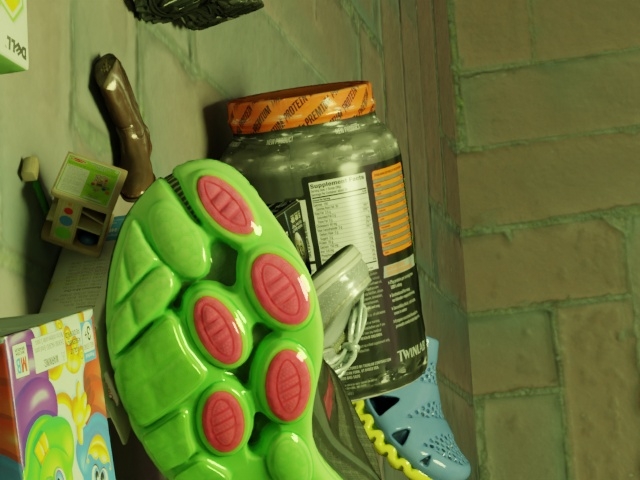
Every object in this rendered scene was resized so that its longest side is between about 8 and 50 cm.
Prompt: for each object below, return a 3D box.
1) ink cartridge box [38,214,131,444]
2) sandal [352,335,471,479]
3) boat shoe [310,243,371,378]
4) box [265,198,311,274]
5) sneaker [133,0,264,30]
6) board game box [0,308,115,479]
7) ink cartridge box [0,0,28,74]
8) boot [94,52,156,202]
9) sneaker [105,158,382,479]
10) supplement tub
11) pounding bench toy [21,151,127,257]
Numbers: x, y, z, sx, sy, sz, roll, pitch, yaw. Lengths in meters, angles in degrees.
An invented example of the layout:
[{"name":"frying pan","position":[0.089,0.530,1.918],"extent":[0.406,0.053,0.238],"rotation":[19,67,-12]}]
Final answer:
[{"name":"ink cartridge box","position":[-0.186,0.076,1.439],"extent":[0.181,0.062,0.104],"rotation":[-80,158,-50]},{"name":"sandal","position":[0.091,0.160,2.099],"extent":[0.317,0.138,0.126],"rotation":[56,13,17]},{"name":"boat shoe","position":[-0.016,0.133,1.695],"extent":[0.118,0.103,0.320],"rotation":[-44,167,-52]},{"name":"box","position":[-0.102,0.022,1.621],"extent":[0.180,0.147,0.077],"rotation":[-42,124,-74]},{"name":"sneaker","position":[-0.138,-0.282,1.754],"extent":[0.271,0.100,0.108],"rotation":[-9,79,-79]},{"name":"board game box","position":[-0.217,0.194,1.098],"extent":[0.142,0.144,0.275],"rotation":[-20,103,-75]},{"name":"ink cartridge box","position":[-0.262,-0.180,1.250],"extent":[0.109,0.062,0.209],"rotation":[35,50,-72]},{"name":"boot","position":[-0.183,-0.106,1.583],"extent":[0.106,0.037,0.114],"rotation":[-100,177,-51]},{"name":"sneaker","position":[-0.061,0.147,1.479],"extent":[0.202,0.185,0.482],"rotation":[-119,-171,-64]},{"name":"supplement tub","position":[0.000,0.000,1.919],"extent":[0.207,0.207,0.337],"rotation":[-38,121,-74]},{"name":"pounding bench toy","position":[-0.211,-0.032,1.421],"extent":[0.052,0.083,0.065],"rotation":[-77,-172,-47]}]
